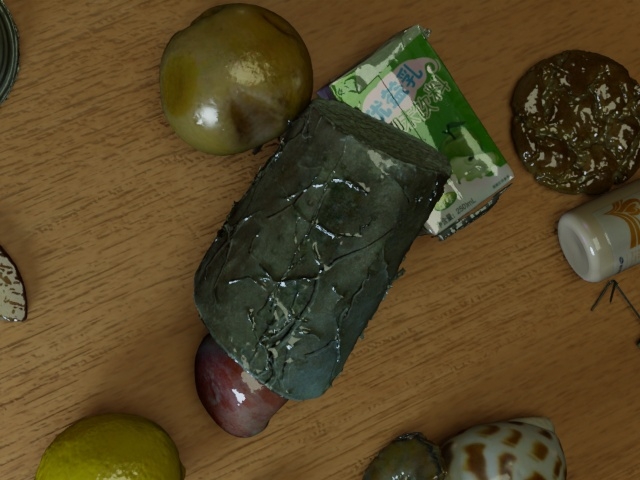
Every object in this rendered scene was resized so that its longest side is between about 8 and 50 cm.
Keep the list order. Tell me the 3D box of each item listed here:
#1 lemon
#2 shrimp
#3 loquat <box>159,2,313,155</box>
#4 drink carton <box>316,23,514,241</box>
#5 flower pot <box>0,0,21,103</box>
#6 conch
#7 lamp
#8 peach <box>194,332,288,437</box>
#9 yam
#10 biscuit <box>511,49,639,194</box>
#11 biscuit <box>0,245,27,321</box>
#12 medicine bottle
[{"bbox_3d":[-0.276,0.315,1.598,0.203,0.178,0.178,-6,92,-13],"label":"lemon"},{"bbox_3d":[0.101,0.386,1.685,0.058,0.173,0.253,28,78,-35],"label":"shrimp"},{"bbox_3d":[-0.109,-0.208,1.617,0.213,0.213,0.213,0,91,-11],"label":"loquat"},{"bbox_3d":[0.138,-0.147,1.712,0.161,0.108,0.271,-36,97,-9],"label":"drink carton"},{"bbox_3d":[-0.503,-0.250,1.566,0.235,0.140,0.236,0,91,-9],"label":"flower pot"},{"bbox_3d":[0.238,0.350,1.715,0.275,0.149,0.183,-35,101,-7],"label":"conch"},{"bbox_3d":[0.466,0.114,1.820,0.121,0.041,0.054,38,75,-12],"label":"lamp"},{"bbox_3d":[-0.102,0.177,1.661,0.152,0.152,0.152,0,91,-11],"label":"peach"},{"bbox_3d":[0.000,0.000,1.585,0.241,0.241,0.348,29,105,-10],"label":"yam"},{"bbox_3d":[0.383,-0.172,1.796,0.225,0.042,0.226,0,91,-13],"label":"biscuit"},{"bbox_3d":[-0.500,0.058,1.624,0.228,0.031,0.176,38,84,-11],"label":"biscuit"},{"bbox_3d":[0.477,-0.035,1.779,0.252,0.114,0.114,-24,95,-11],"label":"medicine bottle"}]
